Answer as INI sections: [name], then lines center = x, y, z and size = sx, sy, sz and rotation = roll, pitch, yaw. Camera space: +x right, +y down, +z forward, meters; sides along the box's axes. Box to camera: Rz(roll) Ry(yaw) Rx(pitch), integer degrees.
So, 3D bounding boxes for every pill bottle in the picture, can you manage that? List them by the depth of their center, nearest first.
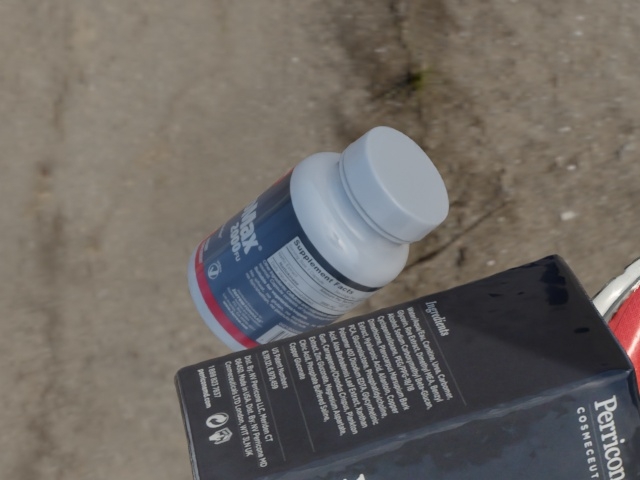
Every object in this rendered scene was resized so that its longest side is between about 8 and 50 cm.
[pill bottle]
center = 0.000, 0.000, 1.196
size = 0.180, 0.108, 0.108
rotation = -37, 79, 31

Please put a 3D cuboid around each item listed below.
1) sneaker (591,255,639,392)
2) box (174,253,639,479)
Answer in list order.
[sneaker]
center = 0.192, 0.142, 1.043
size = 0.118, 0.107, 0.279
rotation = 22, 86, 36
[box]
center = 0.043, 0.111, 0.634
size = 0.158, 0.093, 0.156
rotation = -17, 117, -3
